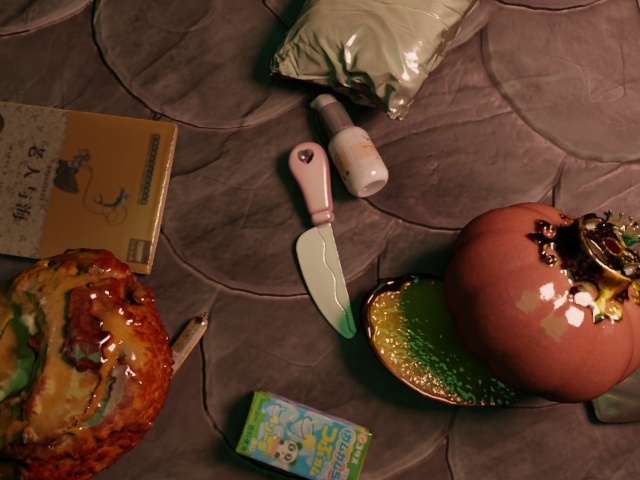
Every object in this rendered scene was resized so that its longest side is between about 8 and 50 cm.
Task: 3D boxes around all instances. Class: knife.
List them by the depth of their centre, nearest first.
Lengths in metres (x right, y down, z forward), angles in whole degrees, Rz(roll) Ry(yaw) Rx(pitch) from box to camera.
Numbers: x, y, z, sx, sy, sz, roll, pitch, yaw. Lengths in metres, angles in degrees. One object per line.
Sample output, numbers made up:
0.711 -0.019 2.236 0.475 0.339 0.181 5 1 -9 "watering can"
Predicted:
-0.003 0.000 1.008 0.081 0.043 0.336 -11 81 4 "knife"

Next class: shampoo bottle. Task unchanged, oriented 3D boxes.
0.046 -0.166 1.021 0.074 0.074 0.192 -23 70 -4 "shampoo bottle"

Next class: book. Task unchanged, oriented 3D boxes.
-0.453 -0.097 1.032 0.388 0.032 0.269 7 80 3 "book"

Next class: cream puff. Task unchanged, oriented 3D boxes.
-0.352 0.187 0.872 0.350 0.228 0.351 -14 62 27 "cream puff"

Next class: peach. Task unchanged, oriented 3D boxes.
0.187 0.165 0.960 0.279 0.068 0.189 41 72 10 "peach"

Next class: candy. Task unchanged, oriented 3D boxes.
-0.026 0.307 0.937 0.194 0.062 0.097 19 79 3 "candy"

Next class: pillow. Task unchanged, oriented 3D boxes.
0.084 -0.363 1.028 0.283 0.138 0.310 27 76 17 "pillow"

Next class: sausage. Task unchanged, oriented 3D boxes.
-0.261 0.226 0.968 0.032 0.033 0.269 34 81 6 "sausage"

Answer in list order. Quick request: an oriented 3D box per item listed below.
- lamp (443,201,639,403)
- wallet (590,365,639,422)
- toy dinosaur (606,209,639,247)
0.331 0.073 0.865 0.305 0.240 0.305 16 49 -19 "lamp"
0.539 0.191 0.964 0.245 0.052 0.169 -10 79 3 "wallet"
0.512 -0.008 1.015 0.119 0.029 0.060 24 96 -1 "toy dinosaur"
